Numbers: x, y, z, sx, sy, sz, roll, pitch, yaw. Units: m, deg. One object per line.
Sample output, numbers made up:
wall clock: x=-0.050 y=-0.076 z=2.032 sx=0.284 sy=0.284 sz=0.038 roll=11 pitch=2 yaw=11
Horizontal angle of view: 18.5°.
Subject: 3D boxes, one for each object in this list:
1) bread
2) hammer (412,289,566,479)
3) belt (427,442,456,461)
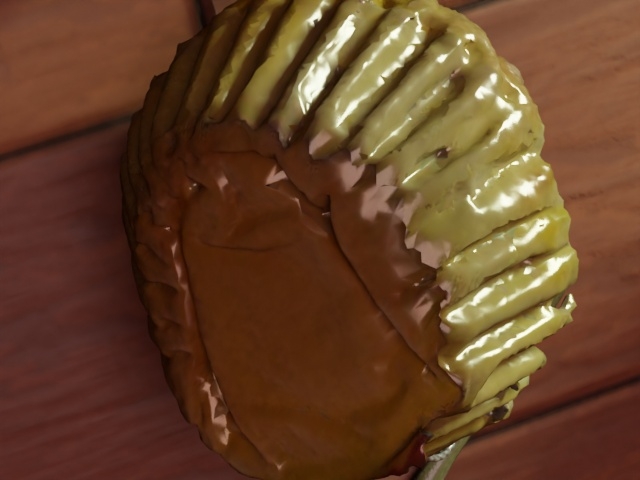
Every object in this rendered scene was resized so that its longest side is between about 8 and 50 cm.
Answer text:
bread: x=0.000 y=0.000 z=1.030 sx=0.274 sy=0.149 sz=0.274 roll=9 pitch=109 yaw=26
hammer: x=0.096 y=0.102 z=1.190 sx=0.062 sy=0.017 sz=0.182 roll=35 pitch=87 yaw=-19
belt: x=0.047 y=0.014 z=1.131 sx=0.071 sy=0.053 sz=0.232 roll=-15 pitch=104 yaw=-53
